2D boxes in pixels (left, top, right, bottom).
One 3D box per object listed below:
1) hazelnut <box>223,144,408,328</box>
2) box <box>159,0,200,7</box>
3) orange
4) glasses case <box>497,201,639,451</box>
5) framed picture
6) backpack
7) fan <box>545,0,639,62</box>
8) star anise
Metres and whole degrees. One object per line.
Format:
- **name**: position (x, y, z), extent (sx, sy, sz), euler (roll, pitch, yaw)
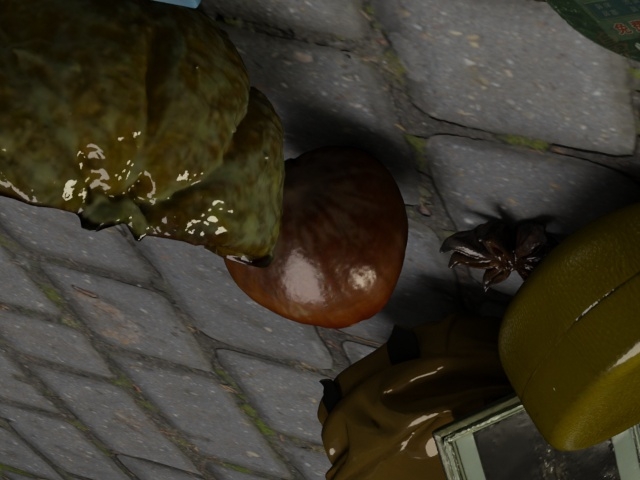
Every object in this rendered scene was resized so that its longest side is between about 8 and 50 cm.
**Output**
- **hazelnut**: position (0.000, 0.000, 1.718), extent (0.182, 0.182, 0.182), euler (18, 160, 7)
- **box**: position (-0.200, -0.263, 1.395), extent (0.232, 0.083, 0.142), euler (12, 159, 19)
- **orange**: position (-0.190, -0.119, 1.546), extent (0.369, 0.210, 0.271), euler (13, -173, -27)
- **glasses case**: position (0.263, 0.078, 1.691), extent (0.141, 0.173, 0.371), euler (60, 164, 18)
- **framed picture**: position (0.254, 0.264, 1.948), extent (0.018, 0.231, 0.293), euler (-124, 13, -54)
- **backpack**: position (0.187, 0.218, 2.078), extent (0.378, 0.201, 0.353), euler (23, 146, -30)
- **fan**: position (0.299, -0.155, 1.298), extent (0.294, 0.012, 0.223), euler (24, 159, -9)
- **star anise**: position (0.183, 0.011, 1.784), extent (0.141, 0.042, 0.141), euler (7, 155, 3)
